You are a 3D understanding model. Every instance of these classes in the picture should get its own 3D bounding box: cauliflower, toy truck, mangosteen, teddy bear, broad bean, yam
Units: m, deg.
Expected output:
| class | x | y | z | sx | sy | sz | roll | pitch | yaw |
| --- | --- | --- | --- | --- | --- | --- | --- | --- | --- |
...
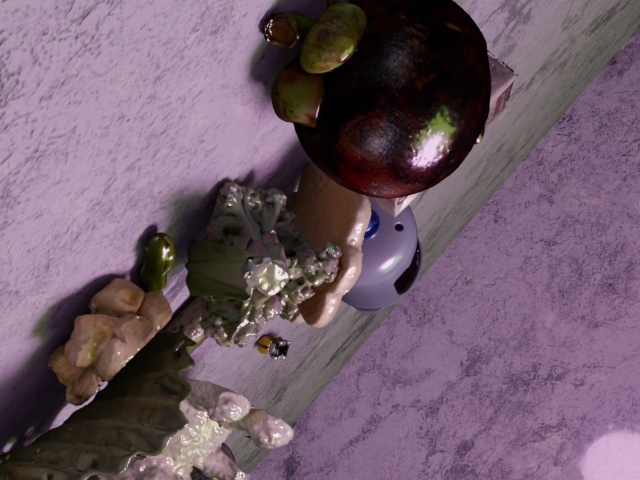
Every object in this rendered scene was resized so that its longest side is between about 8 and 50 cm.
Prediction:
| class | x | y | z | sx | sy | sz | roll | pitch | yaw |
| --- | --- | --- | --- | --- | --- | --- | --- | --- | --- |
| cauliflower | -0.101 | 0.046 | 1.371 | 0.256 | 0.239 | 0.315 | -52 | -168 | -6 |
| toy truck | -0.120 | 0.273 | 2.270 | 0.123 | 0.062 | 0.052 | 28 | 81 | -76 |
| mangosteen | 0.071 | -0.225 | 1.253 | 0.306 | 0.359 | 0.306 | -57 | -163 | 28 |
| teddy bear | -0.293 | 0.477 | 1.836 | 0.327 | 0.375 | 0.362 | 39 | 71 | -35 |
| broad bean | -0.259 | 0.066 | 1.383 | 0.053 | 0.052 | 0.256 | -55 | 173 | -33 |
| yam | -0.227 | 0.150 | 1.640 | 0.179 | 0.078 | 0.078 | -47 | 165 | -4 |

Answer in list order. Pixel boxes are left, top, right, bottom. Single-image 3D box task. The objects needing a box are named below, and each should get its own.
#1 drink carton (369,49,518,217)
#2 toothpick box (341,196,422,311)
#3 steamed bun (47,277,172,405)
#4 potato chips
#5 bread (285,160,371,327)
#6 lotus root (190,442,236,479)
| class | x | y | z | sx | sy | sz | roll | pitch | yaw |
| --- | --- | --- | --- | --- | --- | --- | --- | --- | --- |
| drink carton | 0.177 | -0.226 | 1.608 | 0.324 | 0.194 | 0.132 | -44 | 163 | -14 |
| toothpick box | 0.081 | 0.004 | 1.874 | 0.263 | 0.263 | 0.355 | -47 | 164 | -5 |
| steamed bun | -0.314 | 0.136 | 1.308 | 0.177 | 0.106 | 0.192 | -40 | -175 | 46 |
| potato chips | -0.343 | 0.277 | 1.380 | 0.373 | 0.097 | 0.389 | -39 | -166 | -25 |
| bread | 0.000 | 0.000 | 1.562 | 0.054 | 0.316 | 0.316 | 12 | 128 | -27 |
| lotus root | -0.311 | 0.630 | 2.410 | 0.175 | 0.175 | 0.350 | -39 | 163 | -31 |
